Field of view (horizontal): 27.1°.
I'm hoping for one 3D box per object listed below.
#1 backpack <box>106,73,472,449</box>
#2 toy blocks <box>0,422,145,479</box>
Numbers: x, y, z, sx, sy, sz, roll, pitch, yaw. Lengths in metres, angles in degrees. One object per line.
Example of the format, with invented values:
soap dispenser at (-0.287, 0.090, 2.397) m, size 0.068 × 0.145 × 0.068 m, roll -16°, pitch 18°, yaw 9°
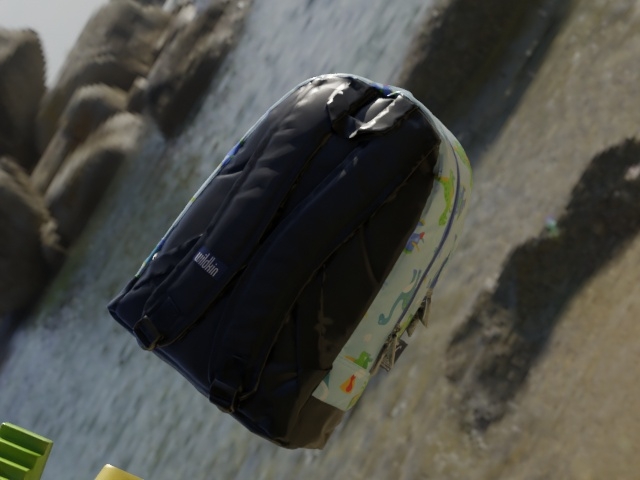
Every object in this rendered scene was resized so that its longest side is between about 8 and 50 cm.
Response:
backpack at (0.000, 0.000, 1.379) m, size 0.273 × 0.290 × 0.355 m, roll 11°, pitch -73°, yaw -58°
toy blocks at (-0.286, 0.247, 0.999) m, size 0.261 × 0.381 × 0.190 m, roll 24°, pitch -94°, yaw -75°
